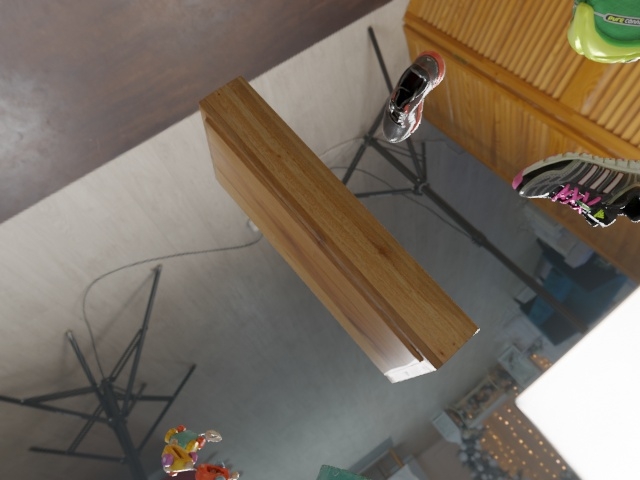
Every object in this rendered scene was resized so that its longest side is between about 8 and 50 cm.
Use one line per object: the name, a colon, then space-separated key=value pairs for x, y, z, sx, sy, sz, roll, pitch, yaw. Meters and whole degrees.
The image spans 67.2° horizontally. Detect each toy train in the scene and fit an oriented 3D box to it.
toy train: x=-0.212 y=0.378 z=0.824 sx=0.125 sy=0.166 sz=0.046 roll=20 pitch=89 yaw=-18

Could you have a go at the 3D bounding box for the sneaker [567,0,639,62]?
sneaker: x=0.339 y=-0.279 z=0.398 sx=0.295 sy=0.109 sz=0.123 roll=-43 pitch=141 yaw=5

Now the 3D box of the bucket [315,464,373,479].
bucket: x=0.078 y=0.394 z=0.551 sx=0.281 sy=0.281 sz=0.183 roll=70 pitch=39 yaw=-55

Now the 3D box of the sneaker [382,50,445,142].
sneaker: x=0.117 y=-0.200 z=0.697 sx=0.065 sy=0.061 sz=0.158 roll=-39 pitch=163 yaw=-35

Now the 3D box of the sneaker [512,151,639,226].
sneaker: x=0.310 y=-0.054 z=0.558 sx=0.171 sy=0.074 sz=0.063 roll=2 pitch=155 yaw=-8

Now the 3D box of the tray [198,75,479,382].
tray: x=0.000 y=0.000 z=0.637 sx=0.076 sy=0.411 sz=0.203 roll=-39 pitch=168 yaw=-17
